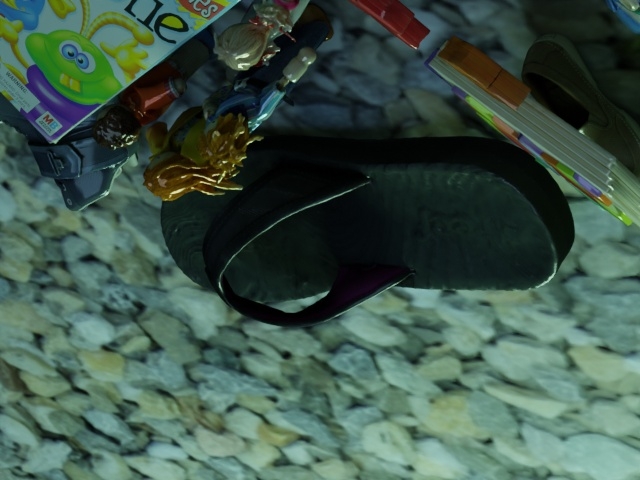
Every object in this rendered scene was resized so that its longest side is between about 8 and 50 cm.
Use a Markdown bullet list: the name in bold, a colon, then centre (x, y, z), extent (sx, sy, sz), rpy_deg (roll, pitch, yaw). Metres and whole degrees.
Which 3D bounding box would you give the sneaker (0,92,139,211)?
- **sneaker**: centre (-0.262, -0.103, 1.597), extent (0.226, 0.086, 0.163), rpy_deg (1, 128, 33)

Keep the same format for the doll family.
- **doll family**: centre (-0.065, -0.109, 1.390), extent (0.118, 0.163, 0.263), rpy_deg (47, 139, -14)

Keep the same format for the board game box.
- **board game box**: centre (-0.147, -0.213, 1.360), extent (0.142, 0.144, 0.275), rpy_deg (46, 139, -13)

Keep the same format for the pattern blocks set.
- **pattern blocks set**: centre (0.158, -0.065, 1.235), extent (0.285, 0.026, 0.325), rpy_deg (34, -175, -43)

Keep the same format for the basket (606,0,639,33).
- **basket**: centre (0.239, -0.234, 1.008), extent (0.255, 0.201, 0.289), rpy_deg (47, 154, -12)

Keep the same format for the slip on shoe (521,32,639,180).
- **slip on shoe**: centre (0.194, -0.089, 1.324), extent (0.051, 0.041, 0.135), rpy_deg (-15, 120, 43)

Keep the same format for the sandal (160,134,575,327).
- **sandal**: centre (0.000, -0.002, 1.481), extent (0.445, 0.107, 0.167), rpy_deg (-6, 126, 48)
